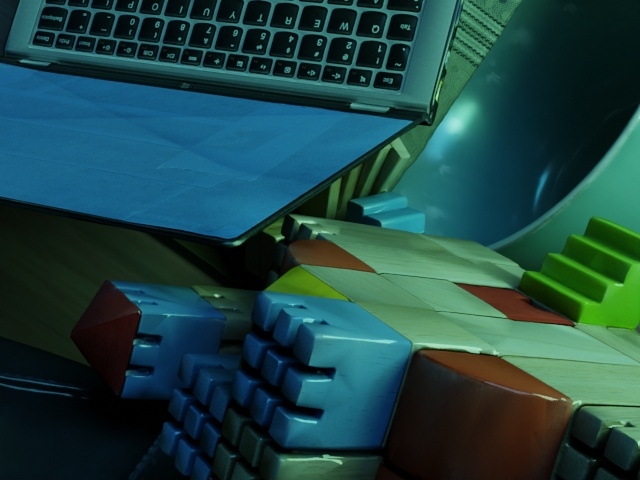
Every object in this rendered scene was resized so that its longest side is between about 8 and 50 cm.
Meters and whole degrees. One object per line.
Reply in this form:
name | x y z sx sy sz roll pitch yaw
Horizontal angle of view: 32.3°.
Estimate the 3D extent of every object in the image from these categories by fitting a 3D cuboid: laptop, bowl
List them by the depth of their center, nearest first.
laptop | -0.118 -0.193 0.752 0.382 0.236 0.408 11 80 24
bowl | 0.220 -0.082 0.933 0.163 0.311 0.311 32 40 -26

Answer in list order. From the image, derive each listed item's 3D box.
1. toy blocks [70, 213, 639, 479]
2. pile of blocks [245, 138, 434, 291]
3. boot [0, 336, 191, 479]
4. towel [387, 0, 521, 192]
toy blocks | 0.050 0.079 0.522 0.261 0.191 0.381 7 15 -35
pile of blocks | 0.000 0.000 0.817 0.112 0.149 0.362 -12 58 -35
boot | -0.198 0.132 0.523 0.445 0.146 0.367 21 8 -14
towel | 0.013 -0.240 0.947 0.312 0.324 0.056 35 14 1
